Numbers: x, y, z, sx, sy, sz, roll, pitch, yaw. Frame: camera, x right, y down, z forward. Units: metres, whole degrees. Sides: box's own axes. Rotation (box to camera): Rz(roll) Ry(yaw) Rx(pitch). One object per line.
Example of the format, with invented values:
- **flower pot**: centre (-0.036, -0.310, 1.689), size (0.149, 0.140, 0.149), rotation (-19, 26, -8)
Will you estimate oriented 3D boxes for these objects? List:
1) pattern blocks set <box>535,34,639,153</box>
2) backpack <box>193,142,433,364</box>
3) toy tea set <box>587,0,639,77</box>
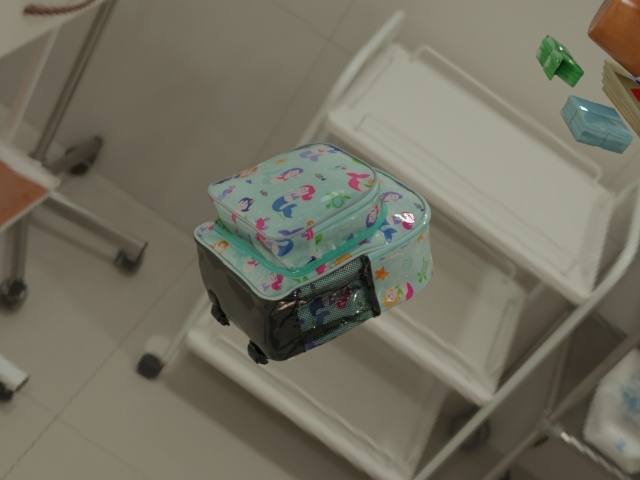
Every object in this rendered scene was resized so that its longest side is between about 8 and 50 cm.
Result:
- **pattern blocks set**: centre (0.338, -0.091, 0.940), size (0.324, 0.026, 0.285), rotation (20, 32, -10)
- **backpack**: centre (0.000, 0.000, 1.251), size (0.253, 0.191, 0.225), rotation (-19, 33, -25)
- **toy tea set**: centre (0.339, -0.234, 0.821), size (0.124, 0.336, 0.200), rotation (32, 74, -2)
